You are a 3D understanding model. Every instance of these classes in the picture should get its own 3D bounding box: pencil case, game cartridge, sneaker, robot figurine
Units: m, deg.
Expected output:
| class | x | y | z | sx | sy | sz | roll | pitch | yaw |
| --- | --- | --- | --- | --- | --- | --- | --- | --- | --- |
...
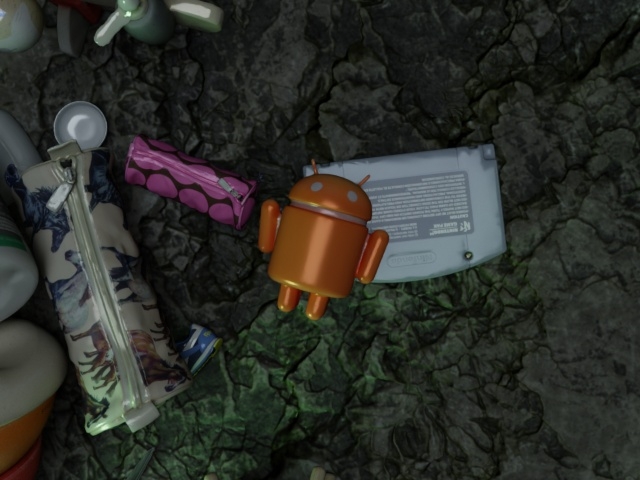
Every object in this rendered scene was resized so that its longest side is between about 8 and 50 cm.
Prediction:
| class | x | y | z | sx | sy | sz | roll | pitch | yaw |
| --- | --- | --- | --- | --- | --- | --- | --- | --- | --- |
| pencil case | -0.314 | 0.068 | 1.006 | 0.160 | 0.183 | 0.410 | -20 | 83 | -7 |
| pencil case | -0.198 | -0.093 | 1.069 | 0.210 | 0.098 | 0.095 | 21 | 91 | 2 |
| game cartridge | 0.130 | -0.036 | 1.087 | 0.298 | 0.062 | 0.197 | -6 | 95 | 1 |
| sneaker | -0.218 | 0.192 | 1.096 | 0.059 | 0.053 | 0.144 | 41 | 86 | 6 |
| robot figurine | -0.002 | -0.001 | 1.000 | 0.158 | 0.128 | 0.219 | 17 | 92 | 44 |

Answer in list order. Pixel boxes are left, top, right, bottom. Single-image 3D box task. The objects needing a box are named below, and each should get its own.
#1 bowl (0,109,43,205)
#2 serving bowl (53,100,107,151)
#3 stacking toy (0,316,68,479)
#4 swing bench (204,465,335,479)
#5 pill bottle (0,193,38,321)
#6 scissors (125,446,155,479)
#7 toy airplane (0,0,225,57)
| class | x | y | z | sx | sy | sz | roll | pitch | yaw |
| --- | --- | --- | --- | --- | --- | --- | --- | --- | --- |
| bowl | -0.522 | -0.123 | 1.097 | 0.142 | 0.053 | 0.142 | -34 | 90 | 0 |
| serving bowl | -0.374 | -0.176 | 1.105 | 0.084 | 0.027 | 0.083 | 0 | 91 | 1 |
| stacking toy | -0.540 | 0.372 | 1.007 | 0.351 | 0.350 | 0.479 | 3 | 105 | 1 |
| swing bench | -0.057 | 0.450 | 0.959 | 0.165 | 0.253 | 0.254 | -4 | 69 | 1 |
| pill bottle | -0.548 | -0.055 | 0.947 | 0.204 | 0.204 | 0.361 | -34 | 72 | 1 |
| scissors | -0.342 | 0.461 | 1.117 | 0.297 | 0.021 | 0.109 | -42 | 87 | 0 |
| toy airplane | -0.377 | -0.355 | 0.936 | 0.386 | 0.384 | 0.272 | -4 | 62 | 41 |
